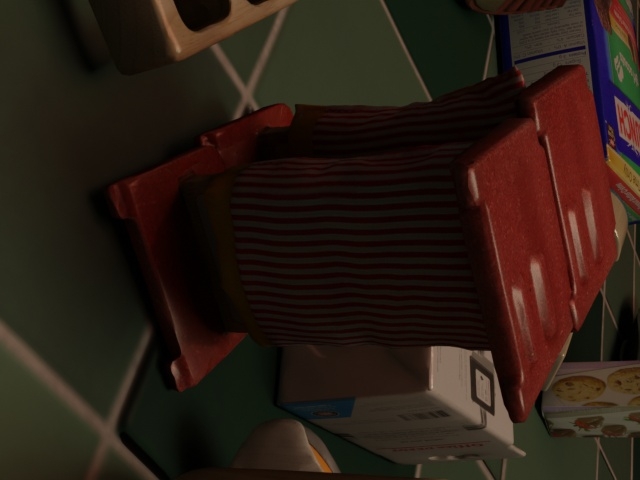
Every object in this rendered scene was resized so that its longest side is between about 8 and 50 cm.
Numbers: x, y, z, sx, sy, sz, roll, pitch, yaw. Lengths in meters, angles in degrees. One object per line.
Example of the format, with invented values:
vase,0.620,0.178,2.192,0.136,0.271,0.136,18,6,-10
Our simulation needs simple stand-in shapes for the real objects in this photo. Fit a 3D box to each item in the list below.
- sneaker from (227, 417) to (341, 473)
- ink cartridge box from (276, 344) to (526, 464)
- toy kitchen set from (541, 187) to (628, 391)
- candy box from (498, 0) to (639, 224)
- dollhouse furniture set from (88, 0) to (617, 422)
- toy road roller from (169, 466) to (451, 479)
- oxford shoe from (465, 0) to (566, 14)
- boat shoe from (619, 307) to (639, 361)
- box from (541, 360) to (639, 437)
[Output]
sneaker,-0.002,0.186,0.540,0.083,0.084,0.215,-52,136,-59
ink cartridge box,0.061,0.100,0.653,0.180,0.104,0.060,39,47,-53
toy kitchen set,0.204,0.012,1.000,0.122,0.166,0.207,-48,160,-56
candy box,0.319,-0.195,1.214,0.268,0.122,0.317,23,62,-57
dollhouse furniture set,-0.010,-0.119,0.452,0.152,0.201,0.374,-40,119,-49
toy road roller,-0.026,0.263,0.344,0.241,0.202,0.329,-9,90,-51
oxford shoe,0.325,-0.348,1.050,0.140,0.397,0.146,122,-44,-65
boat shoe,0.500,0.180,1.482,0.114,0.091,0.302,37,29,11
box,0.399,0.166,1.035,0.063,0.324,0.067,63,32,-41
